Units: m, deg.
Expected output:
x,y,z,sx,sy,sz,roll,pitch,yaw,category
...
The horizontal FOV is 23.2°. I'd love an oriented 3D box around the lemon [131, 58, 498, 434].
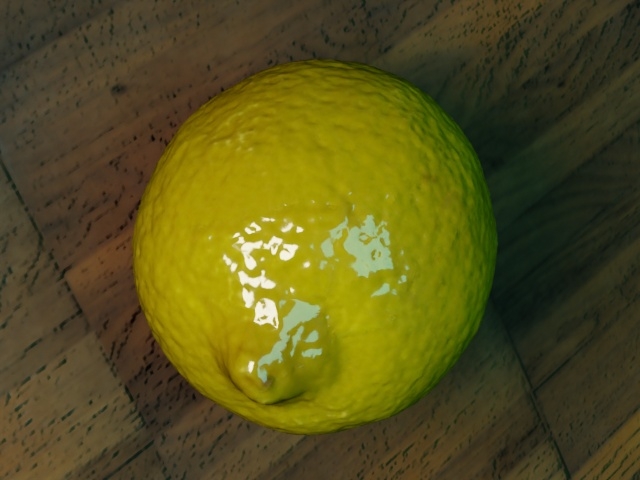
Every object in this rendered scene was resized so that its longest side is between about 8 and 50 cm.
x,y,z,sx,sy,sz,roll,pitch,yaw,category
0.000,0.000,0.804,0.187,0.186,0.244,64,27,-21,lemon
